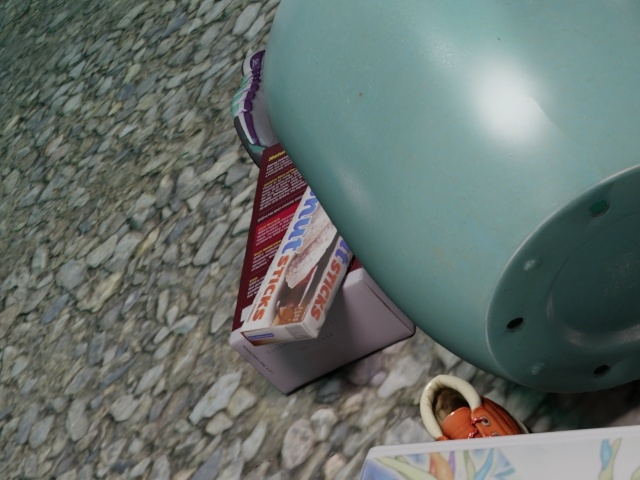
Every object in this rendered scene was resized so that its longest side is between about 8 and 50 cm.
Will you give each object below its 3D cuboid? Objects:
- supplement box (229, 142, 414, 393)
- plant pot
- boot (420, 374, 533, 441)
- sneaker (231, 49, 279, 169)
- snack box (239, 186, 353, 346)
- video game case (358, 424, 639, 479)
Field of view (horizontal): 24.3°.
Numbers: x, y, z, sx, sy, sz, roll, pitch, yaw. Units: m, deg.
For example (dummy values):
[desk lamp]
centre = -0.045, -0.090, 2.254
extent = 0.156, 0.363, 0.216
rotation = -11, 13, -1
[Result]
[supplement box]
centre = 0.010, -0.005, 1.194
extent = 0.130, 0.073, 0.239
rotation = -27, 35, 28
[plant pot]
centre = 0.139, -0.053, 0.887
extent = 0.293, 0.293, 0.235
rotation = -38, 46, 14
[boot]
centre = 0.104, 0.141, 0.874
extent = 0.059, 0.084, 0.158
rotation = -40, 31, 7
[sneaker]
centre = -0.024, -0.139, 1.406
extent = 0.098, 0.083, 0.223
rotation = -30, 31, 17
[snack box]
centre = 0.000, 0.000, 1.103
extent = 0.064, 0.022, 0.178
rotation = -12, 42, 42
[video game case]
centre = 0.136, 0.204, 0.690
extent = 0.329, 0.036, 0.300
rotation = -9, 37, 28
